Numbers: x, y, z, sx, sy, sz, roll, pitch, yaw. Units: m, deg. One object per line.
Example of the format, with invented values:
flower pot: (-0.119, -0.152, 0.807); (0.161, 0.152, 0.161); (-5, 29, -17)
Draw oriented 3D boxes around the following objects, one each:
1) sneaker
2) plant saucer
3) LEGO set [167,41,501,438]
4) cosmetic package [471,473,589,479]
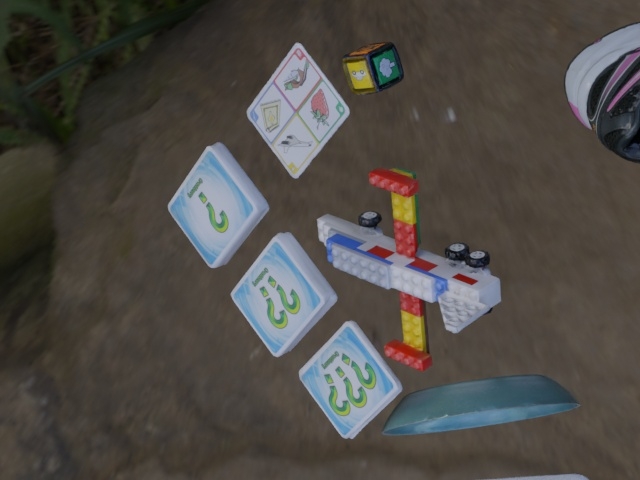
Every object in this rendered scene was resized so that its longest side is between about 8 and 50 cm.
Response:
sneaker: (0.211, -0.087, 0.891); (0.178, 0.077, 0.072); (-31, 121, 13)
plant saucer: (0.094, 0.097, 1.085); (0.119, 0.119, 0.021); (-9, 80, 3)
LEGO set: (0.000, 0.000, 0.994); (0.060, 0.244, 0.182); (-29, 78, -37)
cosmetic package: (0.029, 0.190, 0.626); (0.151, 0.183, 0.151); (-5, 109, 6)
